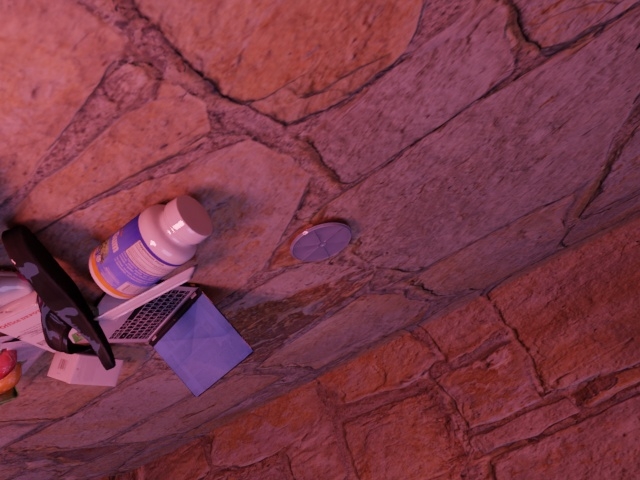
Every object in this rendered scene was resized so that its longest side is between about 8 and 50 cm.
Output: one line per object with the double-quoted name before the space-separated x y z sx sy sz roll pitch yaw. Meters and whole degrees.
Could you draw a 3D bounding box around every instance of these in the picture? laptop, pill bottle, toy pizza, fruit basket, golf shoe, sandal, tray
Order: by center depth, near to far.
"golf shoe" -0.823 0.159 0.996 0.306 0.140 0.115 -14 147 -14
"pill bottle" -0.389 0.011 1.012 0.272 0.152 0.152 -33 148 18
"sandal" -0.624 0.159 1.024 0.107 0.167 0.445 -29 131 -19
"tray" -0.445 0.140 1.145 0.270 0.030 0.145 -29 -176 -11
"fruit basket" -0.940 0.356 1.207 0.353 0.165 0.327 -47 167 11
"toy pizza" 0.000 0.000 1.353 0.201 0.032 0.201 -14 149 -9
"laptop" -0.501 0.328 1.365 0.408 0.236 0.382 12 136 -43

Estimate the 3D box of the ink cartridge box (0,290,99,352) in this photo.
"ink cartridge box" -0.727 0.203 1.156 0.153 0.087 0.208 -24 144 5

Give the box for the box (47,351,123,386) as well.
"box" -0.773 0.421 1.437 0.130 0.091 0.170 1 161 31
